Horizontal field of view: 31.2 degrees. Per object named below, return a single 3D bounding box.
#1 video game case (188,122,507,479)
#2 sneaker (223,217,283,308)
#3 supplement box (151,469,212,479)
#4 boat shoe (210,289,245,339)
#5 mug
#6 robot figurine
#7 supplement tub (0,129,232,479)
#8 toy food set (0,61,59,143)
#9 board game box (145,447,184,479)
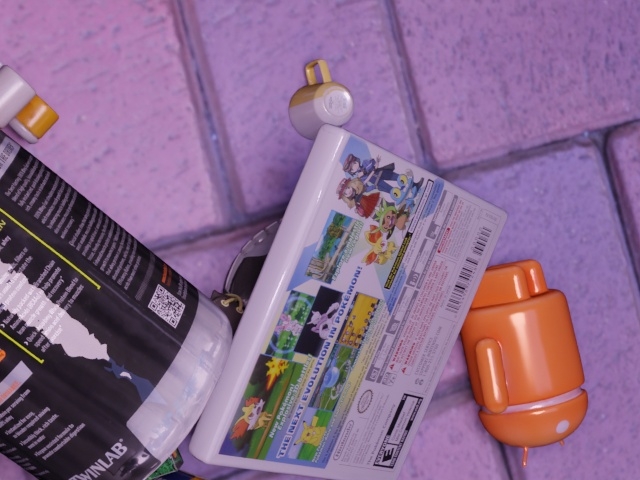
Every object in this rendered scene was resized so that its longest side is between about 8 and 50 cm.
[{"bbox_3d":[0.040,0.081,1.145,0.300,0.036,0.329,21,93,-48],"label":"video game case"},{"bbox_3d":[0.000,0.000,1.190,0.229,0.132,0.086,-45,103,-20],"label":"sneaker"},{"bbox_3d":[-0.200,0.396,1.037,0.356,0.195,0.194,-37,100,-22],"label":"supplement box"},{"bbox_3d":[-0.114,0.083,1.141,0.228,0.081,0.069,7,91,-8],"label":"boat shoe"},{"bbox_3d":[0.001,-0.149,1.240,0.078,0.064,0.062,48,71,-13],"label":"mug"},{"bbox_3d":[0.228,0.134,1.282,0.128,0.158,0.219,-12,90,-1],"label":"robot figurine"},{"bbox_3d":[-0.256,0.045,0.932,0.338,0.207,0.207,42,71,-18],"label":"supplement tub"},{"bbox_3d":[-0.363,-0.157,1.062,0.232,0.111,0.104,44,83,-15],"label":"toy food set"},{"bbox_3d":[-0.240,0.118,1.098,0.136,0.030,0.260,-21,94,8],"label":"board game box"}]
